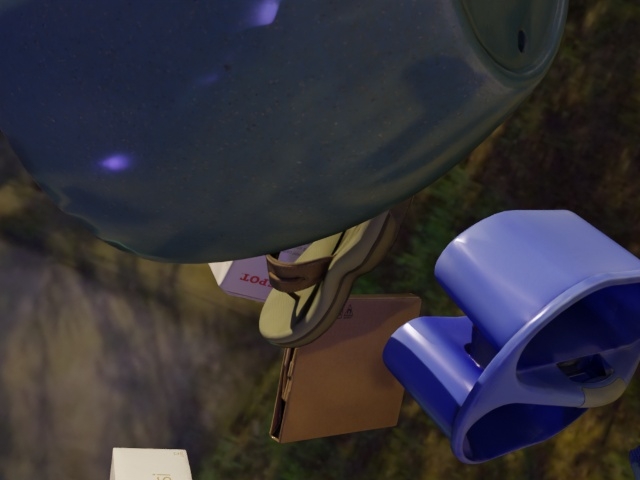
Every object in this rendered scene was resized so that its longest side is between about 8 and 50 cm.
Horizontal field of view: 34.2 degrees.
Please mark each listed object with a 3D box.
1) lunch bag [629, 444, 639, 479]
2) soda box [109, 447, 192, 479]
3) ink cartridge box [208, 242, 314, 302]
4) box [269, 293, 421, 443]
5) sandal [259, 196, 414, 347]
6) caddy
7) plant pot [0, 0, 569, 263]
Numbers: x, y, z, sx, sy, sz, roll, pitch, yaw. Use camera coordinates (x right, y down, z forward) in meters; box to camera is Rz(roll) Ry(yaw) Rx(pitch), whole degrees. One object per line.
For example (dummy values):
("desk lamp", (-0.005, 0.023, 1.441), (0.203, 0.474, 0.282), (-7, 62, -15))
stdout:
("lunch bag", (0.255, 0.207, 0.441), (0.138, 0.293, 0.221), (-46, 13, 21))
("soda box", (-0.135, 0.251, 0.847), (0.216, 0.069, 0.073), (-129, 45, -69))
("ink cartridge box", (-0.015, -0.037, 1.184), (0.219, 0.160, 0.092), (-60, 35, 21))
("box", (0.033, 0.143, 1.190), (0.201, 0.021, 0.164), (3, -79, -47))
("sandal", (0.001, -0.002, 0.945), (0.303, 0.086, 0.120), (126, 163, -54))
("caddy", (0.231, 0.107, 1.079), (0.341, 0.179, 0.241), (-3, -52, -49))
("plant pot", (0.004, -0.131, 0.505), (0.290, 0.195, 0.290), (-1, -89, -54))
